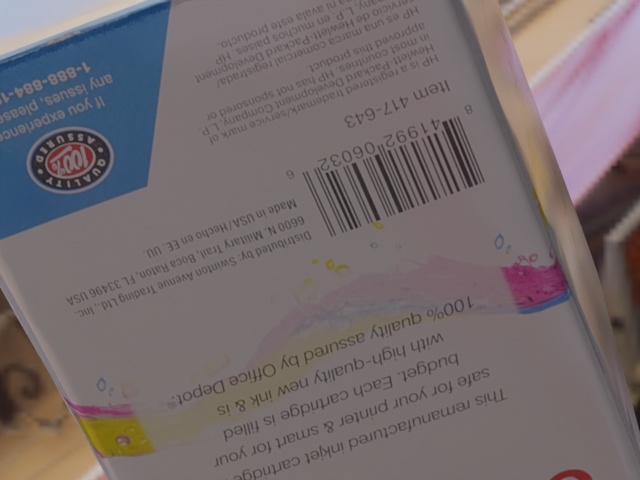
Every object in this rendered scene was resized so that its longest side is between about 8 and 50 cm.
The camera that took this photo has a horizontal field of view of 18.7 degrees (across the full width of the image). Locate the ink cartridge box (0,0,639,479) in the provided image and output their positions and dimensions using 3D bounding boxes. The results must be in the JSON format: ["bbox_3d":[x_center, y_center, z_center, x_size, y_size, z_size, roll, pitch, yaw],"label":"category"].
[{"bbox_3d":[0.000,0.000,0.370,0.090,0.092,0.143,-90,-21,-60],"label":"ink cartridge box"}]
